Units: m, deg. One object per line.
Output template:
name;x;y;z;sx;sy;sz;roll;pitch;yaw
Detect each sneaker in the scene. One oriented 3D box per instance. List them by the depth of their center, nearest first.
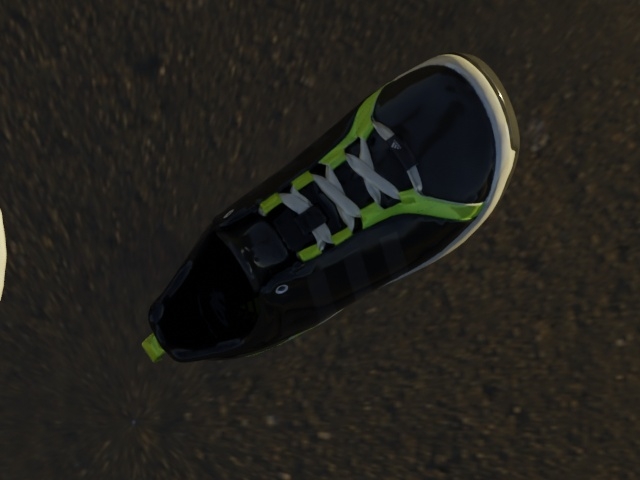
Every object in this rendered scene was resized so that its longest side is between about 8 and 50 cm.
sneaker;0.000;0.000;0.820;0.235;0.097;0.084;-42;80;32

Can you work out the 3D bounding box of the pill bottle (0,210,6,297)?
pill bottle;-0.324;0.024;0.846;0.301;0.169;0.169;-21;86;-47
